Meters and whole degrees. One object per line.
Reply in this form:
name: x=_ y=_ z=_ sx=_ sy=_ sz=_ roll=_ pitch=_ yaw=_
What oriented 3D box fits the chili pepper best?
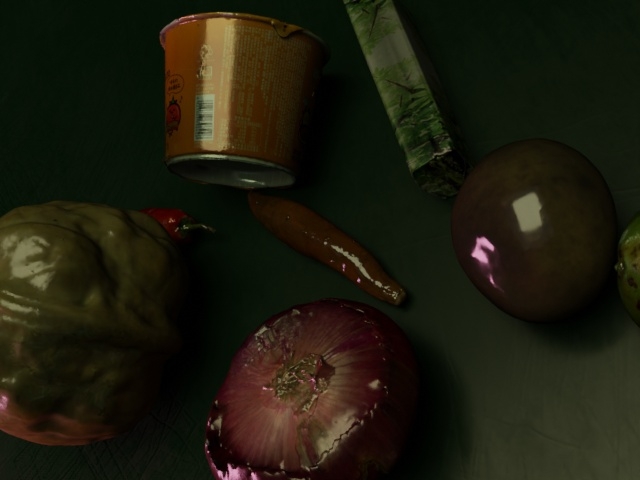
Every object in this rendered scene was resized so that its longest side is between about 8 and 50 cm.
chili pepper: x=-0.217 y=-0.016 z=1.259 sx=0.191 sy=0.050 sz=0.059 roll=-4 pitch=85 yaw=36

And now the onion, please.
onion: x=-0.006 y=0.177 z=0.996 sx=0.248 sy=0.161 sz=0.248 roll=-7 pitch=56 yaw=11

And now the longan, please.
longan: x=0.213 y=-0.010 z=0.946 sx=0.167 sy=0.167 sz=0.187 roll=-27 pitch=67 yaw=17

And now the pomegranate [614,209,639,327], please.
pomegranate: x=0.354 y=0.034 z=0.870 sx=0.169 sy=0.122 sz=0.143 roll=20 pitch=108 yaw=23

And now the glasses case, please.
glasses case: x=0.103 y=-0.182 z=1.120 sx=0.062 sy=0.095 sz=0.272 roll=-28 pitch=59 yaw=18

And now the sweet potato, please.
sweet potato: x=-0.001 y=0.000 z=1.127 sx=0.264 sy=0.057 sz=0.057 roll=34 pitch=89 yaw=36

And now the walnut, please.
walnut: x=-0.299 y=0.092 z=1.127 sx=0.253 sy=0.277 sz=0.282 roll=-32 pitch=52 yaw=40

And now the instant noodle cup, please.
instant noodle cup: x=-0.099 y=-0.162 z=1.168 sx=0.216 sy=0.216 sz=0.172 roll=-1 pitch=79 yaw=29
